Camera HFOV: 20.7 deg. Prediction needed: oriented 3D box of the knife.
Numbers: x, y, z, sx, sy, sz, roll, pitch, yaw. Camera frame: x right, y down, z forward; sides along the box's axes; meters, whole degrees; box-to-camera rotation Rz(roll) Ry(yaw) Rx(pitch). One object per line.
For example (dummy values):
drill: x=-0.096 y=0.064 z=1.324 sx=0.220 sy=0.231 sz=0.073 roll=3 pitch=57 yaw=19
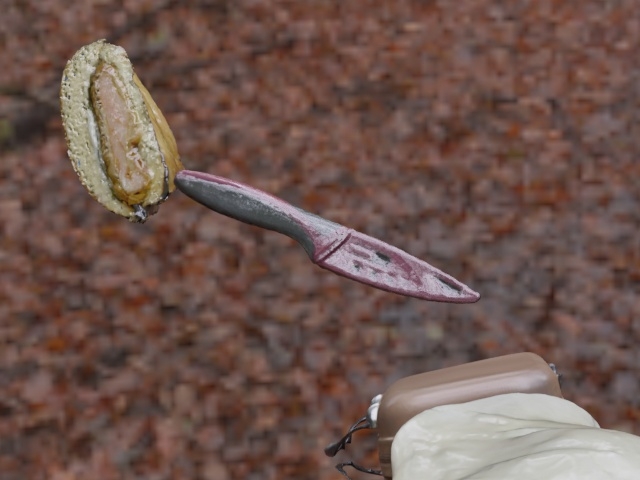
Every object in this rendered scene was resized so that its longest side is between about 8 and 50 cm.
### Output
knife: x=0.000 y=0.000 z=1.262 sx=0.247 sy=0.035 sz=0.018 roll=23 pitch=-13 yaw=18

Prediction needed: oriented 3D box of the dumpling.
dumpling: x=0.156 y=0.186 z=1.256 sx=0.318 sy=0.187 sz=0.243 roll=1 pitch=41 yaw=-40

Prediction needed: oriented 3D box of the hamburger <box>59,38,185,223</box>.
hamburger: x=-0.176 y=-0.085 z=1.588 sx=0.087 sy=0.176 sz=0.102 roll=-27 pitch=-18 yaw=6

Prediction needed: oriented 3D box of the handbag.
handbag: x=0.145 y=0.222 z=1.994 sx=0.283 sy=0.149 sz=0.302 roll=-10 pitch=1 yaw=3
